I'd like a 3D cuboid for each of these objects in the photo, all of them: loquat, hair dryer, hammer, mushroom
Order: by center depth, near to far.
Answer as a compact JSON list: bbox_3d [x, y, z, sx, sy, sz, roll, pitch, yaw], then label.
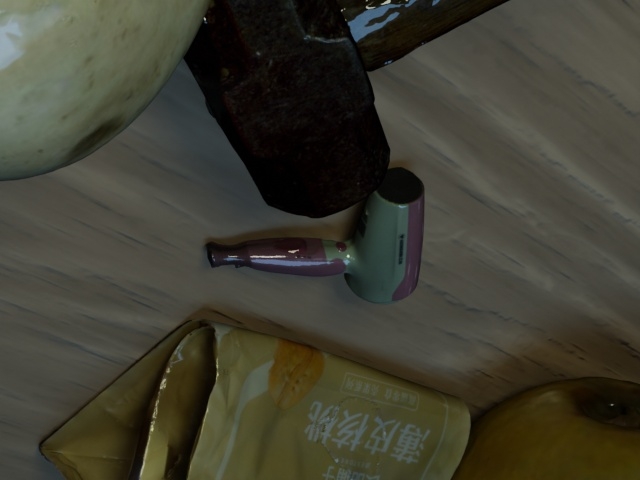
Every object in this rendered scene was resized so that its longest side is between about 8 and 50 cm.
[{"bbox_3d":[-0.143,-0.143,0.748,0.184,0.255,0.255,10,150,16],"label":"mushroom"},{"bbox_3d":[0.112,-0.164,0.955,0.409,0.095,0.242,-23,146,-1],"label":"hammer"},{"bbox_3d":[-0.003,0.005,1.170,0.154,0.054,0.106,-9,141,-9],"label":"hair dryer"},{"bbox_3d":[0.230,0.255,1.450,0.275,0.275,0.275,-14,146,-10],"label":"loquat"}]

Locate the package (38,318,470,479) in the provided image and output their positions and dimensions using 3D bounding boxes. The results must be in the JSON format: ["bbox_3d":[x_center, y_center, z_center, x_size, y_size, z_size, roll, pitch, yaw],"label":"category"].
[{"bbox_3d":[-0.032,0.206,1.329,0.221,0.165,0.311,-38,143,24],"label":"package"}]
